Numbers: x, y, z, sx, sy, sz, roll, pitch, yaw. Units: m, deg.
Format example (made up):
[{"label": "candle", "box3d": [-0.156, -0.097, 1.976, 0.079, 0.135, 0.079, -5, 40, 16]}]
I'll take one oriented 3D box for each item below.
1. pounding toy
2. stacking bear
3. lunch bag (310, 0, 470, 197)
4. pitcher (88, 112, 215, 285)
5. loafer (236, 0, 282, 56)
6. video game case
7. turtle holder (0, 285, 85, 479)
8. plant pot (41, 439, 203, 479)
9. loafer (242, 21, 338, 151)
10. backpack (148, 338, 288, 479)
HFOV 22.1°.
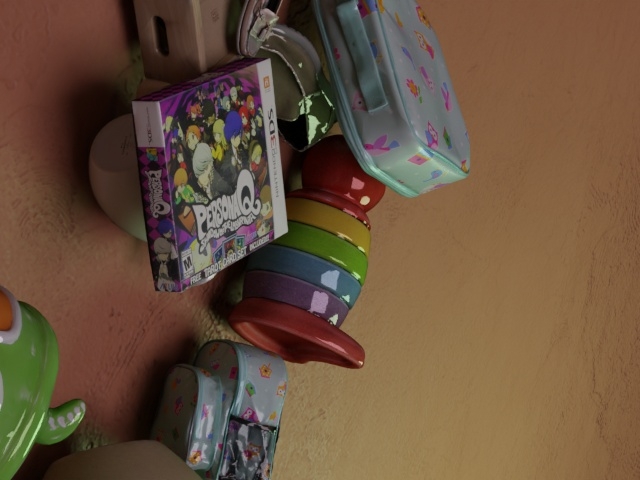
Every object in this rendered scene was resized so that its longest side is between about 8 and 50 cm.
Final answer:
[{"label": "pounding toy", "box3d": [-0.160, -0.215, 1.832, 0.206, 0.094, 0.181, -49, 146, -42]}, {"label": "stacking bear", "box3d": [0.000, 0.000, 2.120, 0.164, 0.175, 0.289, 32, 70, -37]}, {"label": "lunch bag", "box3d": [0.082, -0.205, 2.060, 0.224, 0.108, 0.279, 22, 49, -60]}, {"label": "pitcher", "box3d": [-0.179, -0.071, 1.881, 0.207, 0.125, 0.177, 60, 28, -51]}, {"label": "loafer", "box3d": [-0.061, -0.265, 1.844, 0.045, 0.039, 0.125, 15, 91, -66]}, {"label": "video game case", "box3d": [-0.117, -0.077, 1.798, 0.232, 0.042, 0.210, -30, 119, -56]}, {"label": "turtle holder", "box3d": [-0.415, 0.165, 1.599, 0.320, 0.243, 0.227, -37, 132, 20]}, {"label": "plant pot", "box3d": [-0.233, 0.340, 1.905, 0.284, 0.284, 0.191, 8, 64, -55]}, {"label": "loafer", "box3d": [-0.046, -0.188, 2.010, 0.087, 0.094, 0.251, -64, 145, -16]}, {"label": "backpack", "box3d": [-0.123, 0.214, 2.040, 0.144, 0.166, 0.188, 24, 80, -24]}]
